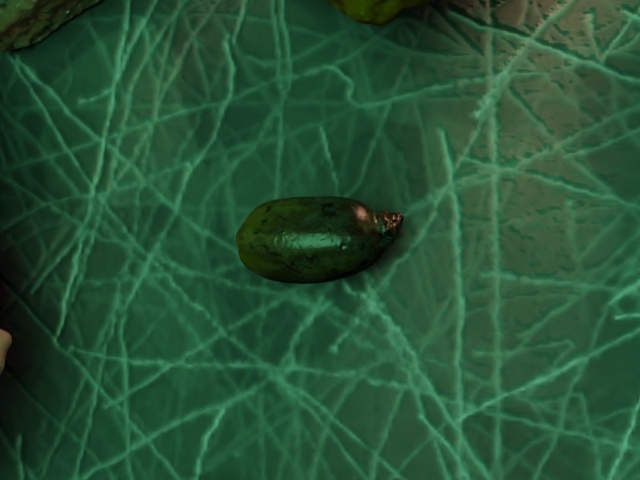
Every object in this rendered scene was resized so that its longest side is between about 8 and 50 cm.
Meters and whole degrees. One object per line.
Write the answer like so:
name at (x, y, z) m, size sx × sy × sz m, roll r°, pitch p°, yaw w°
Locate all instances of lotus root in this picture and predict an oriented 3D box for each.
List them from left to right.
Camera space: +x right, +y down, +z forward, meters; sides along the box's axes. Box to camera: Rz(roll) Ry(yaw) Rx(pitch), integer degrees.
lotus root at (0.000, 0.000, 0.964) m, size 0.099 × 0.054 × 0.049 m, roll -5°, pitch 72°, yaw 14°

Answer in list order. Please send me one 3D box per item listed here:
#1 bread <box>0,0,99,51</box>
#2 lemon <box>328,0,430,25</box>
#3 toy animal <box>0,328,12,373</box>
bread at (-0.136, -0.218, 1.022) m, size 0.172 × 0.064 × 0.232 m, roll 19°, pitch 89°, yaw 18°
lemon at (0.049, -0.245, 0.907) m, size 0.204 × 0.204 × 0.260 m, roll 16°, pitch 88°, yaw 15°
toy animal at (-0.301, 0.045, 0.934) m, size 0.241 × 0.196 × 0.368 m, roll 31°, pitch 90°, yaw -14°
